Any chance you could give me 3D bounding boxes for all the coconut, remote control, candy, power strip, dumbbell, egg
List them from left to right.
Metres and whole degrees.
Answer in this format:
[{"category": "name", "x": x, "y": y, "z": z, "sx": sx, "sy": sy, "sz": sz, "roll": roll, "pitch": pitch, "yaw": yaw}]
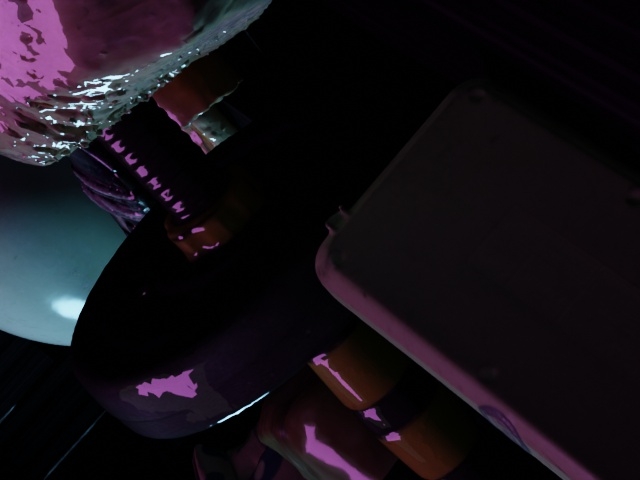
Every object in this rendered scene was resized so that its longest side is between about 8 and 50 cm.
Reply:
[{"category": "egg", "x": -0.257, "y": -0.005, "z": 1.731, "sx": 0.264, "sy": 0.183, "sz": 0.183, "roll": 39, "pitch": 175, "yaw": -24}, {"category": "coconut", "x": -0.056, "y": -0.081, "z": 0.439, "sx": 0.110, "sy": 0.124, "sz": 0.110, "roll": 16, "pitch": 130, "yaw": 20}, {"category": "remote control", "x": -0.102, "y": -0.009, "z": 1.396, "sx": 0.090, "sy": 0.066, "sz": 0.266, "roll": 19, "pitch": 156, "yaw": 38}, {"category": "candy", "x": 0.029, "y": 0.111, "z": 1.177, "sx": 0.104, "sy": 0.102, "sz": 0.234, "roll": 43, "pitch": 171, "yaw": -4}, {"category": "dumbbell", "x": 0.024, "y": 0.052, "z": 0.662, "sx": 0.325, "sy": 0.143, "sz": 0.143, "roll": 46, "pitch": 172, "yaw": -22}, {"category": "power strip", "x": 0.075, "y": 0.024, "z": 0.480, "sx": 0.169, "sy": 0.076, "sz": 0.028, "roll": 38, "pitch": 174, "yaw": 35}]

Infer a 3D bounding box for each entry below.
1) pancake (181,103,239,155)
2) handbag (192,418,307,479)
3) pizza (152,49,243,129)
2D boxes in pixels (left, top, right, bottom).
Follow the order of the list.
[{"category": "pancake", "x": -0.090, "y": -0.083, "z": 0.973, "sx": 0.139, "sy": 0.022, "sz": 0.139, "roll": 42, "pitch": 172, "yaw": 7}, {"category": "handbag", "x": 0.027, "y": 0.221, "z": 1.578, "sx": 0.251, "sy": 0.190, "sz": 0.193, "roll": 42, "pitch": -175, "yaw": -37}, {"category": "pizza", "x": -0.126, "y": -0.117, "z": 0.834, "sx": 0.271, "sy": 0.056, "sz": 0.134, "roll": 34, "pitch": 167, "yaw": 43}]
